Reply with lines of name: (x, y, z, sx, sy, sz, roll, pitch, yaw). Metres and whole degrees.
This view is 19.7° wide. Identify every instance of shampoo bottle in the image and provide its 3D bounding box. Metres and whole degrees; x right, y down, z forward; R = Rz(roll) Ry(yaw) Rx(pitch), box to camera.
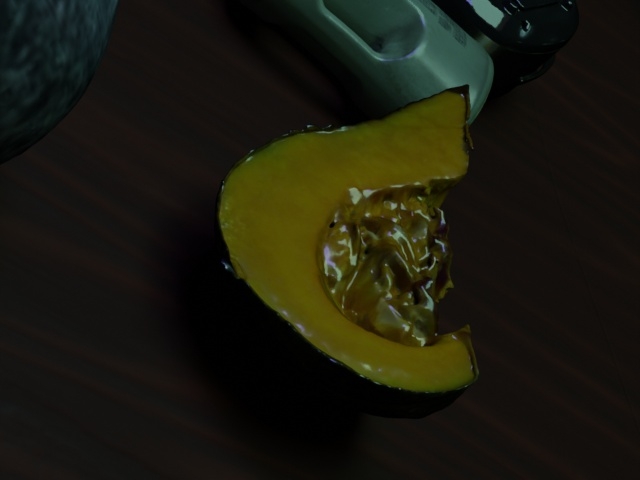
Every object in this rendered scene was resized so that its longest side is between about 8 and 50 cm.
shampoo bottle: (0.011, -0.167, 1.282, 0.234, 0.087, 0.118, 41, 32, -19)

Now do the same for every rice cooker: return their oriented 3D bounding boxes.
rice cooker: (0.130, -0.173, 1.427, 0.165, 0.106, 0.112, -21, 73, -46)

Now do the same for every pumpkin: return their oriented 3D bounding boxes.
pumpkin: (-0.002, 0.000, 1.112, 0.163, 0.111, 0.278, 22, 43, -17)

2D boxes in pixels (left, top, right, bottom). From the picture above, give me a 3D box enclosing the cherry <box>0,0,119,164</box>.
cherry: (-0.218, -0.163, 0.864, 0.296, 0.218, 0.255, 49, 26, -33)
